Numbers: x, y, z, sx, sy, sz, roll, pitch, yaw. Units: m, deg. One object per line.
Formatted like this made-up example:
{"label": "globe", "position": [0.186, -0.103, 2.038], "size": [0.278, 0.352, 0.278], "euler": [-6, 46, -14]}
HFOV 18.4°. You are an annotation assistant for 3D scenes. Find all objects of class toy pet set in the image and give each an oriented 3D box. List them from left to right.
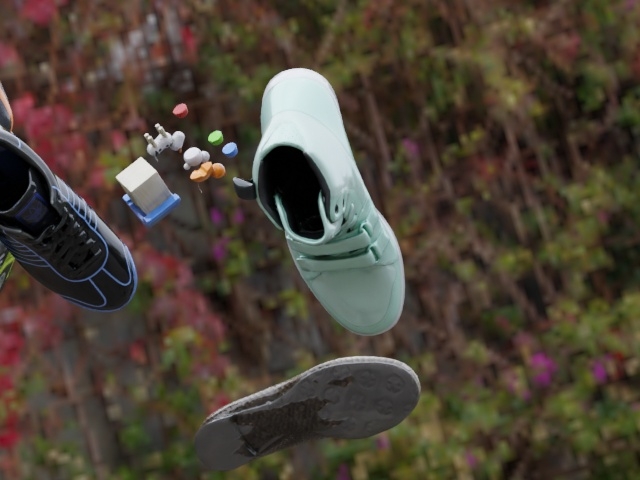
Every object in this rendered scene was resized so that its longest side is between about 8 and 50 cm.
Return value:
{"label": "toy pet set", "position": [-0.143, -0.064, 2.022], "size": [0.114, 0.122, 0.065], "euler": [-39, -50, -9]}

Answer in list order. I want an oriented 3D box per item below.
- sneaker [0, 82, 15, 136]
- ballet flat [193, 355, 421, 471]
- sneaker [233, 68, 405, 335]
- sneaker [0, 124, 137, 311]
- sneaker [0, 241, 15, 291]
{"label": "sneaker", "position": [-0.431, -0.089, 1.782], "size": [0.321, 0.124, 0.180], "euler": [-35, -47, -30]}
{"label": "ballet flat", "position": [-0.011, 0.163, 1.906], "size": [0.250, 0.084, 0.058], "euler": [-22, 9, 27]}
{"label": "sneaker", "position": [-0.001, 0.000, 1.659], "size": [0.094, 0.151, 0.256], "euler": [-14, -63, 15]}
{"label": "sneaker", "position": [-0.232, -0.013, 1.640], "size": [0.081, 0.090, 0.232], "euler": [-45, -63, -1]}
{"label": "sneaker", "position": [-0.406, 0.021, 2.010], "size": [0.145, 0.147, 0.385], "euler": [-65, -5, 29]}
